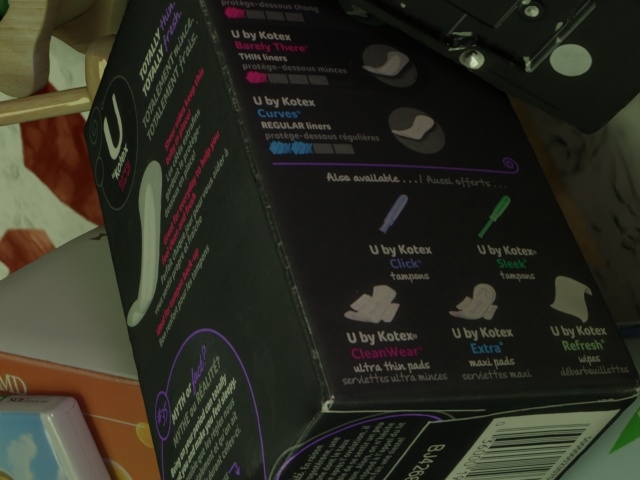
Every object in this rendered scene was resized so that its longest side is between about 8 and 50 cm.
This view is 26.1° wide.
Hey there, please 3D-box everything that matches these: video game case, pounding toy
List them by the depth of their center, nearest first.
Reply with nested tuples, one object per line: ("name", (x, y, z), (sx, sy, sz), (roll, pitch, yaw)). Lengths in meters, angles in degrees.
("pounding toy", (-0.203, -0.156, 0.780), (0.270, 0.155, 0.154), (24, 134, 30))
("video game case", (-0.169, 0.185, 0.810), (0.193, 0.023, 0.212), (-5, 112, 43))

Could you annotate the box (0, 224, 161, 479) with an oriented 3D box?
("box", (-0.078, 0.182, 0.869), (0.215, 0.168, 0.345), (5, 118, 40))

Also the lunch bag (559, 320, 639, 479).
("lunch bag", (0.106, 0.179, 0.668), (0.303, 0.115, 0.243), (-26, 58, 49))

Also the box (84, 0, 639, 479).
("box", (0.000, 0.000, 0.621), (0.165, 0.143, 0.270), (-59, 40, 45))

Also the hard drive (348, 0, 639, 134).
("hard drive", (0.034, -0.197, 0.497), (0.339, 0.064, 0.237), (26, 138, -15))
